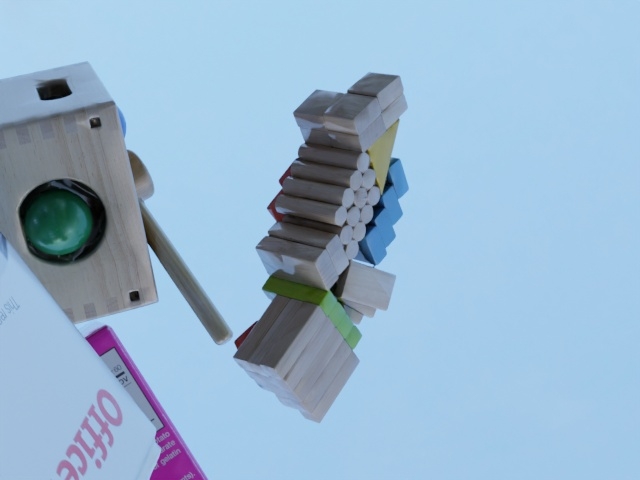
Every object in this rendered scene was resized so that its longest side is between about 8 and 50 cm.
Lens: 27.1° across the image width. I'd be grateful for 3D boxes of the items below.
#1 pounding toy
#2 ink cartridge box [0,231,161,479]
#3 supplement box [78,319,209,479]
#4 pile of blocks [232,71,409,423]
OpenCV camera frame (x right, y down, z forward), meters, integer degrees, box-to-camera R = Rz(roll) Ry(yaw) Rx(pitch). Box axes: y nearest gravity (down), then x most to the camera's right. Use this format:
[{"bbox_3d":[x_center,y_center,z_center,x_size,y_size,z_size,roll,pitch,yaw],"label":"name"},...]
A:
[{"bbox_3d":[-0.120,-0.016,0.699,0.100,0.130,0.141,-15,-158,-12],"label":"pounding toy"},{"bbox_3d":[-0.200,0.035,0.466,0.117,0.283,0.207,-32,-167,14],"label":"ink cartridge box"},{"bbox_3d":[-0.125,0.169,0.836,0.114,0.220,0.111,-31,-175,-12],"label":"supplement box"},{"bbox_3d":[0.000,0.000,1.386,0.113,0.149,0.362,14,-96,40],"label":"pile of blocks"}]
